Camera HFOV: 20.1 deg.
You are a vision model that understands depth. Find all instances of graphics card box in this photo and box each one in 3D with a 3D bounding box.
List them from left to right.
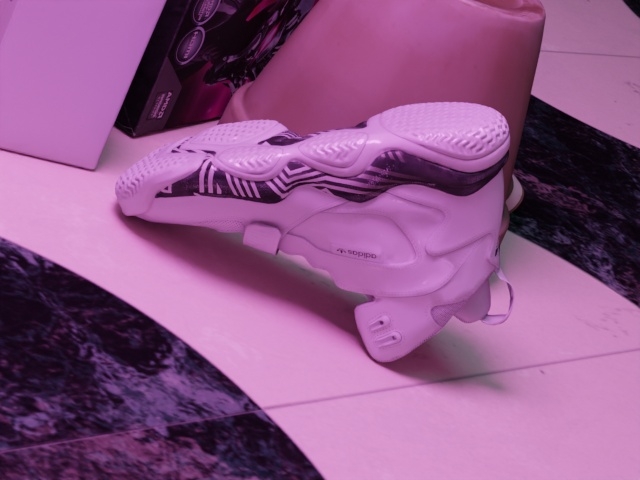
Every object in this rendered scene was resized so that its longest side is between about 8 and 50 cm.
[{"bbox_3d":[-0.088,-0.251,1.935,0.094,0.233,0.371,35,24,20],"label":"graphics card box"}]

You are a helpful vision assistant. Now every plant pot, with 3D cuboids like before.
[{"bbox_3d":[0.087,-0.149,1.843,0.323,0.280,0.323,22,24,-11],"label":"plant pot"}]

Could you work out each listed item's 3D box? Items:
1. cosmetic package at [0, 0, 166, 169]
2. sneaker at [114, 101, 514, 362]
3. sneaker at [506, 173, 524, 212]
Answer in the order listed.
[{"bbox_3d":[-0.257,-0.227,1.724,0.138,0.224,0.224,13,26,-29],"label":"cosmetic package"},{"bbox_3d":[0.000,0.000,1.635,0.366,0.210,0.137,-6,18,14],"label":"sneaker"},{"bbox_3d":[0.158,-0.110,2.067,0.086,0.064,0.192,39,11,-46],"label":"sneaker"}]
